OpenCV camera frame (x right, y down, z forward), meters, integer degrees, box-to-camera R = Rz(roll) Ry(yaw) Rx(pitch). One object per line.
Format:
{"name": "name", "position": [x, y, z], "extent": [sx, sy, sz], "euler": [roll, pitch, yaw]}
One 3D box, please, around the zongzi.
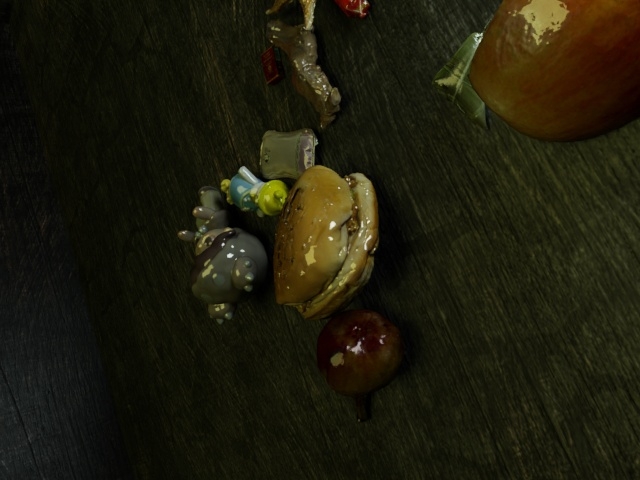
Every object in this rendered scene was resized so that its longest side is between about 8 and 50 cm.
{"name": "zongzi", "position": [0.284, -0.285, 0.900], "extent": [0.130, 0.062, 0.154], "euler": [45, 114, 8]}

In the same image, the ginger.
{"name": "ginger", "position": [-0.034, -0.399, 1.213], "extent": [0.290, 0.084, 0.122], "euler": [62, 159, 17]}

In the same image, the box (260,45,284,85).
{"name": "box", "position": [-0.120, -0.438, 1.330], "extent": [0.052, 0.023, 0.081], "euler": [-18, 83, 49]}

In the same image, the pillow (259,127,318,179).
{"name": "pillow", "position": [-0.085, -0.213, 1.321], "extent": [0.233, 0.038, 0.130], "euler": [13, 105, 49]}

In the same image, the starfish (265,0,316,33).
{"name": "starfish", "position": [-0.034, -0.570, 1.127], "extent": [0.299, 0.060, 0.302], "euler": [-48, 42, 32]}

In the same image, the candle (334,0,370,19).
{"name": "candle", "position": [0.057, -0.503, 1.099], "extent": [0.130, 0.052, 0.052], "euler": [55, 133, 25]}

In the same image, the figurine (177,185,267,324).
{"name": "figurine", "position": [-0.272, 0.025, 1.473], "extent": [0.248, 0.203, 0.380], "euler": [-50, 49, 33]}

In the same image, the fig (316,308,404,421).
{"name": "fig", "position": [0.078, 0.294, 1.131], "extent": [0.191, 0.191, 0.290], "euler": [19, 110, 45]}

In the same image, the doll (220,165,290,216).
{"name": "doll", "position": [-0.162, -0.121, 1.382], "extent": [0.241, 0.099, 0.135], "euler": [18, 107, 47]}

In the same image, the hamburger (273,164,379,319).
{"name": "hamburger", "position": [-0.002, 0.007, 1.125], "extent": [0.284, 0.174, 0.304], "euler": [123, 156, -43]}

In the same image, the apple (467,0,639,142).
{"name": "apple", "position": [0.368, -0.293, 0.733], "extent": [0.346, 0.254, 0.179], "euler": [-56, 16, 38]}
